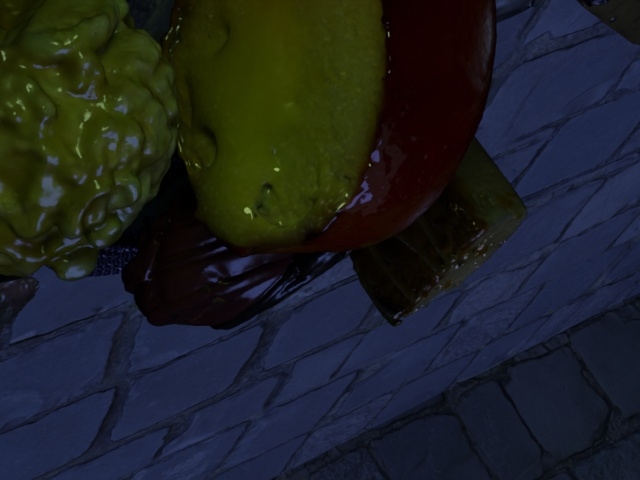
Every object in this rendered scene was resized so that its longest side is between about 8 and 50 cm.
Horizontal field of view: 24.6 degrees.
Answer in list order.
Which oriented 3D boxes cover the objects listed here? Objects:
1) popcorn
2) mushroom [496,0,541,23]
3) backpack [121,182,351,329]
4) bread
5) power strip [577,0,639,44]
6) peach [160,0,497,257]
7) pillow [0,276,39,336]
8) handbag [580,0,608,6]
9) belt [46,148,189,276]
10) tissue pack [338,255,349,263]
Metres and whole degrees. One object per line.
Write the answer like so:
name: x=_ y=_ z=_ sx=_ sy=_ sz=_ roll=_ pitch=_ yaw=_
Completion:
popcorn: x=-0.233 y=-0.092 z=1.139 sx=0.249 sy=0.249 sz=0.225 roll=-41 pitch=131 yaw=23
mushroom: x=0.126 y=-0.256 z=1.488 sx=0.278 sy=0.099 sz=0.096 roll=-17 pitch=150 yaw=-34
backpack: x=-0.081 y=0.003 z=1.353 sx=0.229 sy=0.139 sz=0.229 roll=-29 pitch=179 yaw=-1
bread: x=0.071 y=-0.072 z=1.569 sx=0.114 sy=0.275 sz=0.185 roll=-15 pitch=153 yaw=-44
power strip: x=0.389 y=-0.304 z=1.888 sx=0.064 sy=0.044 sz=0.305 roll=-40 pitch=159 yaw=19
peach: x=0.000 y=-0.142 z=1.200 sx=0.338 sy=0.281 sz=0.281 roll=-62 pitch=176 yaw=-28
pillow: x=-0.399 y=0.106 z=1.621 sx=0.135 sy=0.034 sz=0.211 roll=-18 pitch=158 yaw=-43
handbag: x=0.184 y=-0.308 z=1.304 sx=0.208 sy=0.127 sz=0.229 roll=5 pitch=140 yaw=-10
belt: x=-0.160 y=-0.064 z=1.451 sx=0.260 sy=0.122 sz=0.325 roll=-36 pitch=163 yaw=21
tissue pack: x=0.000 y=0.001 z=1.947 sx=0.111 sy=0.079 sz=0.085 roll=-29 pitch=160 yaw=-13
